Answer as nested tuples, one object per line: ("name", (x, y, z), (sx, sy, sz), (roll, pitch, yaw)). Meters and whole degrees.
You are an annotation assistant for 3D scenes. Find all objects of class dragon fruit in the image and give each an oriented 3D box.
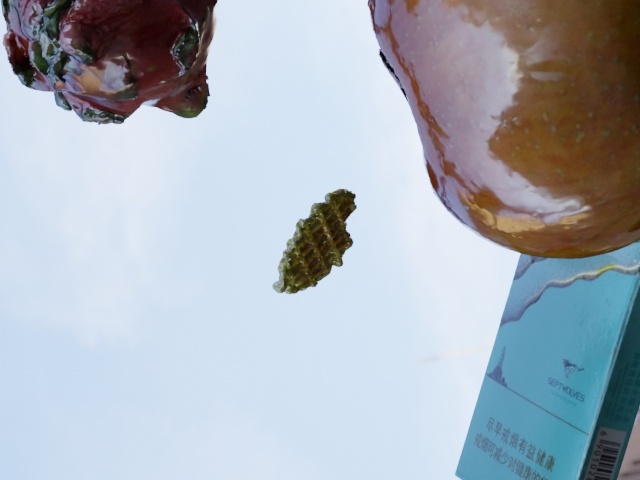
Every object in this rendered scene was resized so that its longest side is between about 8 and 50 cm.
("dragon fruit", (-0.182, -0.174, 1.473), (0.198, 0.269, 0.200), (48, -118, 2))

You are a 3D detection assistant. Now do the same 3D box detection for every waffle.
("waffle", (-0.001, 0.000, 1.158), (0.078, 0.016, 0.085), (-35, -31, -41))

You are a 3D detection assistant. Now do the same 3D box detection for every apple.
("apple", (0.123, -0.104, 1.017), (0.210, 0.173, 0.235), (46, -148, -82))

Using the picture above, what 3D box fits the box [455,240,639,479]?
("box", (0.179, 0.092, 1.260), (0.041, 0.162, 0.229), (14, -84, -24))
